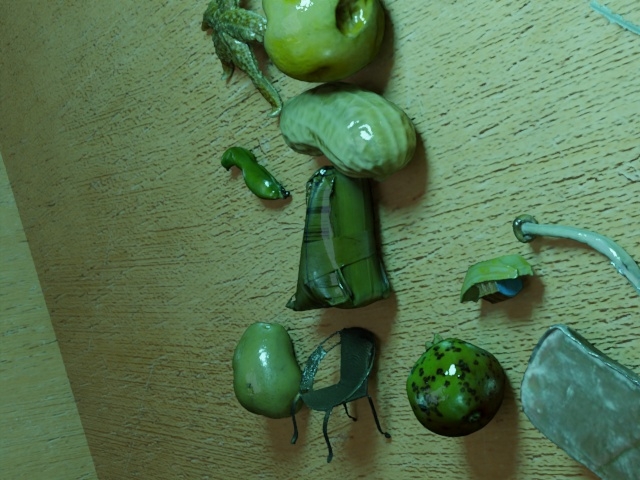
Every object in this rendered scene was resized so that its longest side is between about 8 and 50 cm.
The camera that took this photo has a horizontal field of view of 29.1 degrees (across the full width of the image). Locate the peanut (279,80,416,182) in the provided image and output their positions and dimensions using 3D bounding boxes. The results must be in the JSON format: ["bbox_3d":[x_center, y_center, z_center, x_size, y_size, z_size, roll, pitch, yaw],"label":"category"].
[{"bbox_3d":[0.039,-0.185,2.059,0.325,0.140,0.153,18,134,55],"label":"peanut"}]

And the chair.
[{"bbox_3d":[0.036,0.274,2.258,0.174,0.149,0.213,16,112,55],"label":"chair"}]

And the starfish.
[{"bbox_3d":[-0.150,-0.402,2.294,0.375,0.094,0.327,37,135,50],"label":"starfish"}]

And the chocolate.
[{"bbox_3d":[0.404,0.236,1.735,0.254,0.080,0.157,38,118,41],"label":"chocolate"}]

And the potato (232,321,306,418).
[{"bbox_3d":[-0.103,0.260,2.475,0.157,0.157,0.194,4,94,56],"label":"potato"}]

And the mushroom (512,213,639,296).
[{"bbox_3d":[0.383,0.026,1.719,0.306,0.043,0.068,33,147,44],"label":"mushroom"}]

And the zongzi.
[{"bbox_3d":[0.000,0.000,2.217,0.289,0.123,0.260,-5,94,61],"label":"zongzi"}]

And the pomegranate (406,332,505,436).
[{"bbox_3d":[0.211,0.222,1.972,0.205,0.159,0.159,-113,23,-62],"label":"pomegranate"}]

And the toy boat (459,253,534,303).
[{"bbox_3d":[0.265,0.064,1.883,0.172,0.065,0.066,-29,69,62],"label":"toy boat"}]

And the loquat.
[{"bbox_3d":[-0.005,-0.358,1.987,0.213,0.213,0.213,29,126,48],"label":"loquat"}]

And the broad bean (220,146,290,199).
[{"bbox_3d":[-0.131,-0.129,2.420,0.213,0.048,0.070,37,129,44],"label":"broad bean"}]

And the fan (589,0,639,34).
[{"bbox_3d":[0.455,-0.228,1.520,0.329,0.009,0.191,39,135,39],"label":"fan"}]
